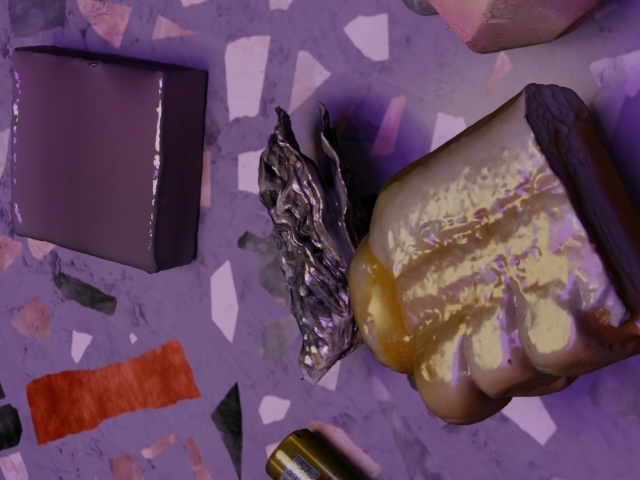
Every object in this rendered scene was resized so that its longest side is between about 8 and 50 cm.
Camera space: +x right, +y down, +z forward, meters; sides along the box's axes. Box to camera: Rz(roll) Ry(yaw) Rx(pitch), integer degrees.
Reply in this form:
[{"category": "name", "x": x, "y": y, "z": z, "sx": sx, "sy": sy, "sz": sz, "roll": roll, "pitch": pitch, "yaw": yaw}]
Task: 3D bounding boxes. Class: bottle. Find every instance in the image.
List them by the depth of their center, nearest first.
[{"category": "bottle", "x": 0.054, "y": 0.362, "z": 1.555, "sx": 0.286, "sy": 0.082, "sz": 0.082, "roll": 40, "pitch": 118, "yaw": 23}]

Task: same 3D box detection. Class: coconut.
[{"category": "coconut", "x": 0.192, "y": -0.313, "z": 1.265, "sx": 0.245, "sy": 0.233, "sz": 0.233, "roll": 51, "pitch": 121, "yaw": 20}]

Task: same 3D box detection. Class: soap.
[{"category": "soap", "x": -0.309, "y": -0.119, "z": 1.709, "sx": 0.296, "sy": 0.107, "sz": 0.285, "roll": 15, "pitch": 106, "yaw": 32}]

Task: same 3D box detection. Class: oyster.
[{"category": "oyster", "x": 0.002, "y": 0.004, "z": 1.482, "sx": 0.158, "sy": 0.162, "sz": 0.350, "roll": -2, "pitch": 95, "yaw": 24}]

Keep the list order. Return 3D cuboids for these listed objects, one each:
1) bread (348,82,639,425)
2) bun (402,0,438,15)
[{"category": "bread", "x": 0.199, "y": 0.036, "z": 1.327, "sx": 0.341, "sy": 0.210, "sz": 0.300, "roll": -36, "pitch": 66, "yaw": 34}, {"category": "bun", "x": 0.124, "y": -0.302, "z": 1.418, "sx": 0.083, "sy": 0.045, "sz": 0.083, "roll": 2, "pitch": 94, "yaw": 34}]
